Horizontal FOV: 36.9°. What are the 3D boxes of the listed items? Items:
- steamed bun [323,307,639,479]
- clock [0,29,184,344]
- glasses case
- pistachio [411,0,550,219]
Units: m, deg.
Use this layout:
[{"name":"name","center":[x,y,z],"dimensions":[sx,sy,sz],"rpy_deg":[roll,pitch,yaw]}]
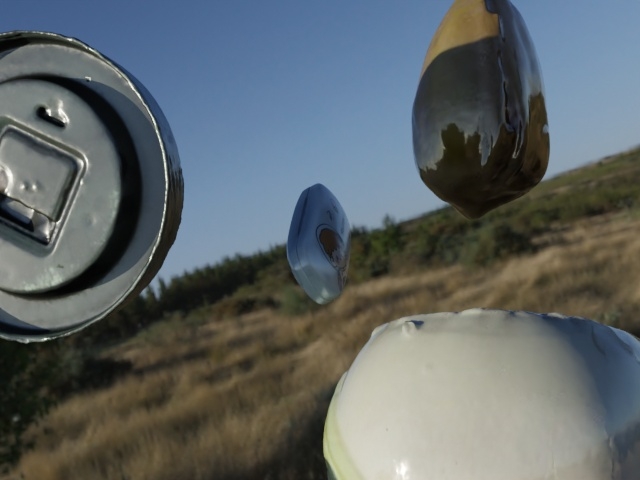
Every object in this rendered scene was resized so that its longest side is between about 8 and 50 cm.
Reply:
[{"name":"steamed bun","center":[0.148,0.214,0.775],"dimensions":[0.309,0.310,0.309],"rpy_deg":[-15,-3,-1]},{"name":"clock","center":[-0.257,-0.049,0.869],"dimensions":[0.280,0.281,0.055],"rpy_deg":[-15,-2,14]},{"name":"glasses case","center":[0.000,0.000,0.975],"dimensions":[0.045,0.067,0.178],"rpy_deg":[-27,22,19]},{"name":"pistachio","center":[0.184,-0.161,1.116],"dimensions":[0.162,0.261,0.213],"rpy_deg":[6,-17,-10]}]
